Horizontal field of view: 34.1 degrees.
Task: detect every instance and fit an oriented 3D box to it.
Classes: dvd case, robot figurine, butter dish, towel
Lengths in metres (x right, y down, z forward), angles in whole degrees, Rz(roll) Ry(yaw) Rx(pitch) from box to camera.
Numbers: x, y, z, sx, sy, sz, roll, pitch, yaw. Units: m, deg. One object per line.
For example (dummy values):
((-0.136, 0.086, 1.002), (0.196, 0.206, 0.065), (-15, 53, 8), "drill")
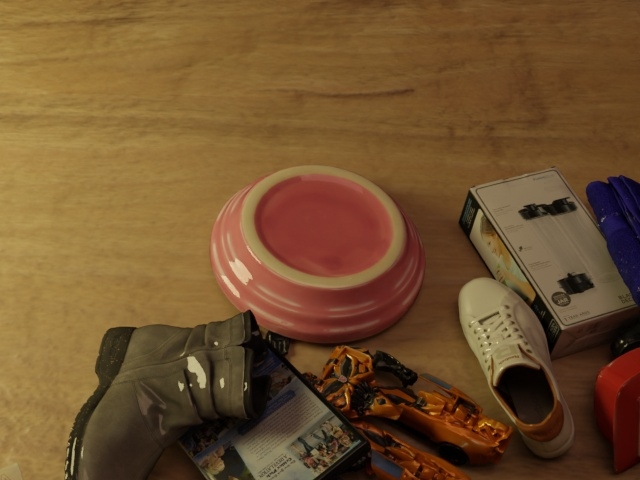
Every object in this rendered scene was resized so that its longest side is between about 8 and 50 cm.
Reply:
((-0.076, 0.244, 1.332), (0.180, 0.022, 0.253), (-36, 42, -15), "dvd case")
((0.099, 0.243, 1.394), (0.291, 0.085, 0.211), (26, 51, 14), "robot figurine")
((0.433, 0.212, 1.448), (0.160, 0.160, 0.118), (-23, 33, -24), "butter dish")
((0.527, 0.025, 1.551), (0.227, 0.076, 0.308), (24, 30, -15), "towel")

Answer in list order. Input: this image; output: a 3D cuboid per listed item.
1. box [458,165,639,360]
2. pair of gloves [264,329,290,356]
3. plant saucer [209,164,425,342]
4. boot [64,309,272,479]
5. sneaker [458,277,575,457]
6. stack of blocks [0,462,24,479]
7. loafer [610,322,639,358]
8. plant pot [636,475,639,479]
((0.356, 0.029, 1.609), (0.169, 0.087, 0.290), (-15, 54, -19), "box")
((-0.085, 0.139, 1.505), (0.083, 0.010, 0.074), (5, 48, -7), "pair of gloves")
((0.000, 0.000, 1.580), (0.331, 0.084, 0.332), (5, 48, -6), "plant saucer")
((-0.181, 0.223, 1.305), (0.222, 0.118, 0.338), (-7, 48, 11), "boot")
((0.269, 0.152, 1.455), (0.105, 0.123, 0.290), (-29, 54, 7), "sneaker")
((-0.372, 0.422, 1.176), (0.171, 0.087, 0.297), (-18, 55, -22), "stack of blocks")
((0.536, 0.163, 1.528), (0.223, 0.076, 0.078), (2, 42, -11), "loafer")
((0.483, 0.327, 1.371), (0.109, 0.109, 0.096), (-36, 75, -32), "plant pot")
